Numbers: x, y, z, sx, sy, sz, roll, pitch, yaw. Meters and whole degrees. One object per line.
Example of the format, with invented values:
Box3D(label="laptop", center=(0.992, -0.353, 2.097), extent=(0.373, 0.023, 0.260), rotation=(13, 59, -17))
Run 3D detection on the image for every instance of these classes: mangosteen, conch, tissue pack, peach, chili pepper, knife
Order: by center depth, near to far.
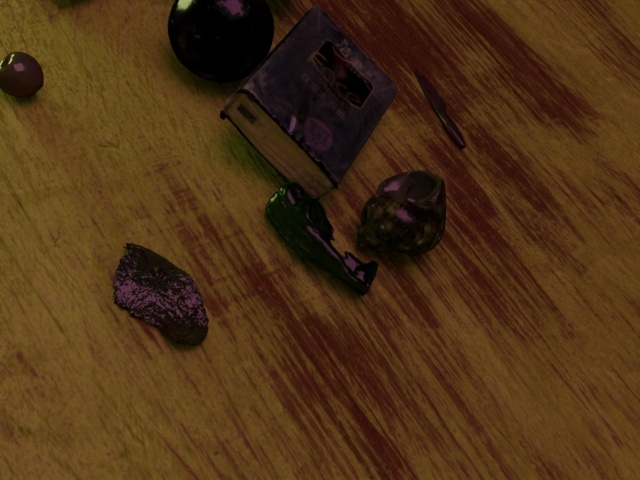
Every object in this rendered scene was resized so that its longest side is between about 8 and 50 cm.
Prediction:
Box3D(label="peach", center=(-0.537, -0.294, 1.449), extent=(0.083, 0.083, 0.083), rotation=(11, 52, -15))
Box3D(label="chili pepper", center=(0.001, -0.001, 1.455), extent=(0.253, 0.083, 0.099), rotation=(45, 42, 8))
Box3D(label="conch", center=(0.151, -0.045, 1.528), extent=(0.181, 0.124, 0.187), rotation=(-6, 34, -16))
Box3D(label="tissue pack", center=(-0.013, -0.273, 1.586), extent=(0.259, 0.122, 0.361), rotation=(46, 46, -14))
Box3D(label="mangosteen", center=(-0.189, -0.433, 1.625), extent=(0.211, 0.211, 0.250), rotation=(25, 35, -3))
Box3D(label="knife", center=(0.271, -0.302, 1.832), extent=(0.035, 0.018, 0.247), rotation=(-9, 58, -25))

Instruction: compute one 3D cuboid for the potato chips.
Box3D(label="potato chips", center=(-0.264, 0.089, 1.313), extent=(0.142, 0.026, 0.209), rotation=(-10, 59, -26))
